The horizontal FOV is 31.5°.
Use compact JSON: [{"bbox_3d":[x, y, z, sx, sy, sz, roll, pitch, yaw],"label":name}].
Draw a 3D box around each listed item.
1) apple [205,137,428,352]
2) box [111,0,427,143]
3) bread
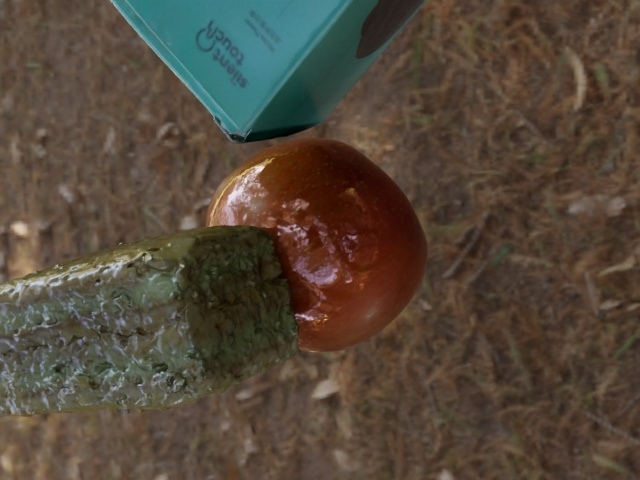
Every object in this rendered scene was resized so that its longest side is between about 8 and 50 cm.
[{"bbox_3d":[0.000,0.000,0.832,0.139,0.163,0.163,-36,65,3],"label":"apple"},{"bbox_3d":[0.001,-0.241,0.714,0.205,0.118,0.311,49,115,15],"label":"box"},{"bbox_3d":[-0.126,0.053,0.745,0.196,0.138,0.102,-9,94,32],"label":"bread"}]
